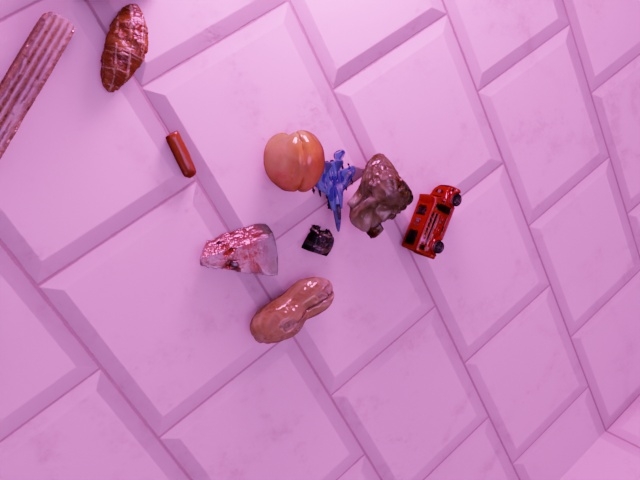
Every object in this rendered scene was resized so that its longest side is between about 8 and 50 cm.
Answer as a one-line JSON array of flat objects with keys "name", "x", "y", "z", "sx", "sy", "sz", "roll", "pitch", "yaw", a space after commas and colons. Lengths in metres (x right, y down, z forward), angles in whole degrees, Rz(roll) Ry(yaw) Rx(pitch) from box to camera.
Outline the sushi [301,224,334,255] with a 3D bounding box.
[{"name": "sushi", "x": 0.000, "y": 0.000, "z": 1.977, "sx": 0.083, "sy": 0.056, "sz": 0.085, "roll": 20, "pitch": 91, "yaw": -30}]

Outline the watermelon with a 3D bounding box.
[{"name": "watermelon", "x": -0.237, "y": 0.036, "z": 1.846, "sx": 0.241, "sy": 0.094, "sz": 0.154, "roll": -7, "pitch": 96, "yaw": -25}]

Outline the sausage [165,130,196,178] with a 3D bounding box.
[{"name": "sausage", "x": -0.376, "y": -0.230, "z": 1.730, "sx": 0.039, "sy": 0.041, "sz": 0.131, "roll": -32, "pitch": 114, "yaw": -26}]

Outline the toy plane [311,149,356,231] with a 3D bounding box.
[{"name": "toy plane", "x": 0.039, "y": -0.149, "z": 1.961, "sx": 0.169, "sy": 0.078, "sz": 0.246, "roll": -15, "pitch": 113, "yaw": -26}]

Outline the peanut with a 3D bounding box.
[{"name": "peanut", "x": -0.082, "y": 0.209, "z": 1.935, "sx": 0.290, "sy": 0.130, "sz": 0.130, "roll": -37, "pitch": 115, "yaw": -20}]

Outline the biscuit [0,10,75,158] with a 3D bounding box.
[{"name": "biscuit", "x": -0.704, "y": -0.328, "z": 1.472, "sx": 0.078, "sy": 0.144, "sz": 0.426, "roll": 30, "pitch": 86, "yaw": -31}]

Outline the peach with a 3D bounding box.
[{"name": "peach", "x": -0.073, "y": -0.224, "z": 1.828, "sx": 0.184, "sy": 0.184, "sz": 0.184, "roll": -6, "pitch": 103, "yaw": -28}]

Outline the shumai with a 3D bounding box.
[{"name": "shumai", "x": 0.170, "y": -0.135, "z": 1.982, "sx": 0.218, "sy": 0.256, "sz": 0.189, "roll": -45, "pitch": 77, "yaw": 7}]

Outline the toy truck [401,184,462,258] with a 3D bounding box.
[{"name": "toy truck", "x": 0.370, "y": -0.074, "z": 2.138, "sx": 0.114, "sy": 0.107, "sz": 0.253, "roll": 20, "pitch": 90, "yaw": -31}]

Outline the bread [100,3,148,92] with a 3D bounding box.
[{"name": "bread", "x": -0.486, "y": -0.480, "z": 1.602, "sx": 0.104, "sy": 0.076, "sz": 0.233, "roll": 18, "pitch": 93, "yaw": -29}]
